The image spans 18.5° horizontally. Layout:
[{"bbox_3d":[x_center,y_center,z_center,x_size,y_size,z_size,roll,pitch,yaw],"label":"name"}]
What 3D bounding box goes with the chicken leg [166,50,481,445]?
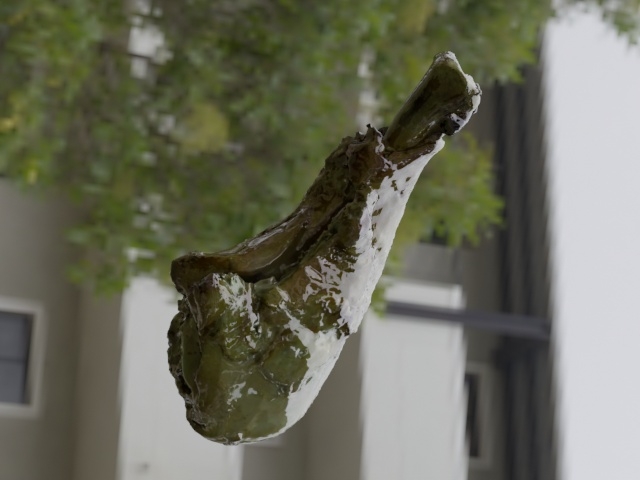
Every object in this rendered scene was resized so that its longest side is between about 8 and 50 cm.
[{"bbox_3d":[0.000,0.000,0.766,0.178,0.093,0.070,-49,-120,5],"label":"chicken leg"}]
